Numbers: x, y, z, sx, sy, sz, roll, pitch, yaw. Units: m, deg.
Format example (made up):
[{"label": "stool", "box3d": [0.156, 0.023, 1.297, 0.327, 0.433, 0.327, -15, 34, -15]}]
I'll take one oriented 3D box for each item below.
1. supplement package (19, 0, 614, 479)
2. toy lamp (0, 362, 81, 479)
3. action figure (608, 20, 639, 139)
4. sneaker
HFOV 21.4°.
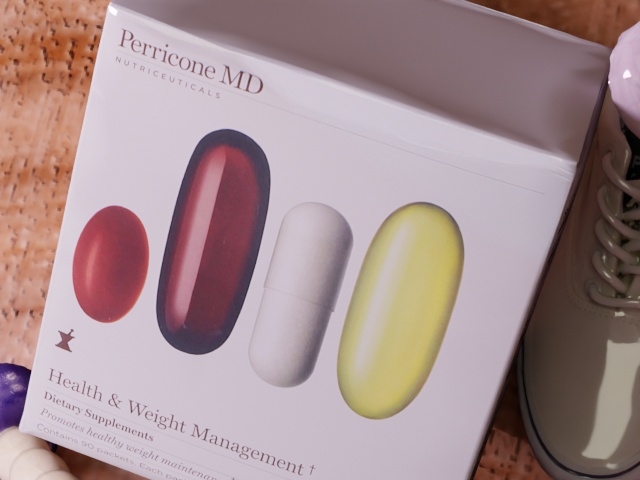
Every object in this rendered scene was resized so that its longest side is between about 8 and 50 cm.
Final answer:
[{"label": "supplement package", "box3d": [0.000, 0.000, 0.733, 0.194, 0.149, 0.203, 19, 116, 7]}, {"label": "toy lamp", "box3d": [-0.097, 0.132, 0.738, 0.080, 0.080, 0.274, -49, 37, -8]}, {"label": "action figure", "box3d": [0.279, -0.184, 0.796, 0.275, 0.248, 0.370, -34, 37, 26]}, {"label": "sneaker", "box3d": [0.148, -0.010, 0.801, 0.094, 0.091, 0.258, 10, 73, 16]}]
